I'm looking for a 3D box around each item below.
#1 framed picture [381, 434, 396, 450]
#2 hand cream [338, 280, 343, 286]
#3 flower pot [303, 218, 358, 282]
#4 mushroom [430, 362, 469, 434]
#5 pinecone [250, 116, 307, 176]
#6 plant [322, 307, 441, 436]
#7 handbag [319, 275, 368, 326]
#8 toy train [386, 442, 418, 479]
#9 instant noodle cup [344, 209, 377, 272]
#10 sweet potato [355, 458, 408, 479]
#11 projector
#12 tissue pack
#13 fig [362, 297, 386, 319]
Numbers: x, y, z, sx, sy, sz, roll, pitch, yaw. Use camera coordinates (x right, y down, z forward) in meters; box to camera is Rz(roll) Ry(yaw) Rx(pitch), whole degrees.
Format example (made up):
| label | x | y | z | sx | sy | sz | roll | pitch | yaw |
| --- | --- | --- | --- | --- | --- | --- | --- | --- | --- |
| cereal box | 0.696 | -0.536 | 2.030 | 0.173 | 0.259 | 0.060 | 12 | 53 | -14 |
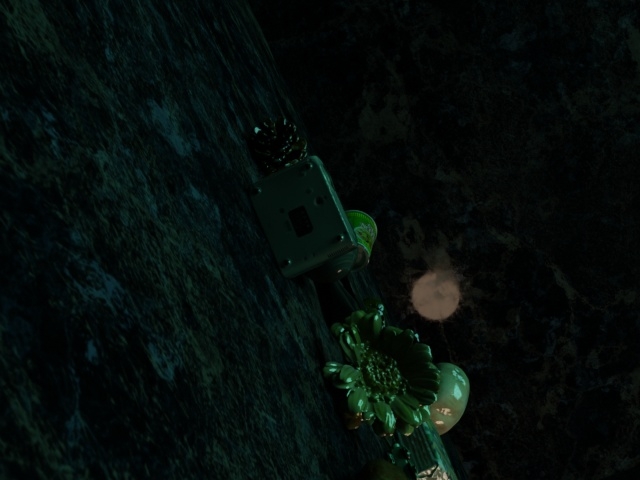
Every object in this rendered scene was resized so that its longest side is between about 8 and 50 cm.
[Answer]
| label | x | y | z | sx | sy | sz | roll | pitch | yaw |
| --- | --- | --- | --- | --- | --- | --- | --- | --- | --- |
| framed picture | 0.182 | 0.523 | 1.856 | 0.209 | 0.019 | 0.281 | 61 | 9 | -26 |
| hand cream | 0.045 | 0.111 | 2.054 | 0.255 | 0.048 | 0.079 | 65 | -26 | 2 |
| flower pot | 0.000 | 0.000 | 1.612 | 0.243 | 0.189 | 0.157 | 60 | 15 | 26 |
| mushroom | 0.409 | 0.587 | 2.351 | 0.336 | 0.314 | 0.314 | 44 | 7 | 5 |
| pinecone | -0.125 | -0.284 | 1.782 | 0.195 | 0.149 | 0.179 | 50 | 24 | -52 |
| plant | 0.168 | 0.335 | 1.481 | 0.297 | 0.261 | 0.306 | 54 | 26 | -55 |
| handbag | 0.085 | 0.211 | 1.852 | 0.257 | 0.113 | 0.285 | 63 | 5 | 37 |
| toy train | 0.240 | 0.662 | 1.668 | 0.105 | 0.071 | 0.178 | 72 | -2 | -57 |
| instant noodle cup | 0.131 | 0.017 | 2.450 | 0.207 | 0.206 | 0.233 | 62 | 18 | -25 |
| sweet potato | 0.124 | 0.503 | 1.201 | 0.336 | 0.131 | 0.131 | 0 | 66 | -82 |
| projector | -0.043 | -0.058 | 1.477 | 0.108 | 0.198 | 0.251 | 24 | 43 | -77 |
| tissue pack | 0.334 | 0.685 | 1.910 | 0.228 | 0.127 | 0.311 | 57 | 7 | -27 |
| fig | 0.202 | 0.307 | 2.315 | 0.117 | 0.116 | 0.178 | -103 | -177 | -54 |
